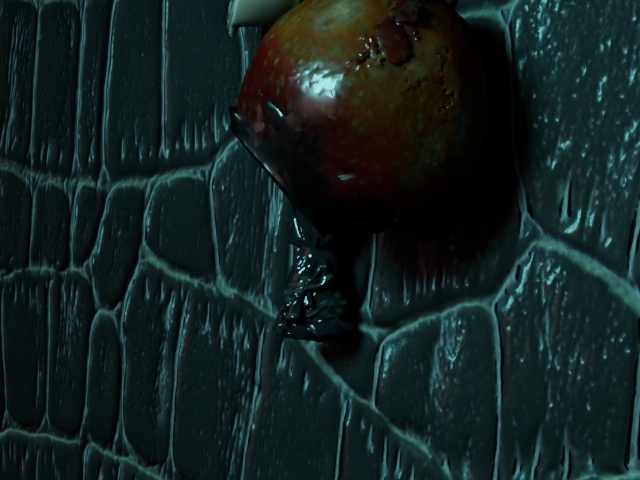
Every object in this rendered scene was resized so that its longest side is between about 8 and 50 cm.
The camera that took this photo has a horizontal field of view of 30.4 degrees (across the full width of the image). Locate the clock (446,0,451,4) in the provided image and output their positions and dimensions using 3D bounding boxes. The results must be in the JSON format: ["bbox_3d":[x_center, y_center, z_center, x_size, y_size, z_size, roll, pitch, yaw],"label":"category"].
[{"bbox_3d":[0.070,-0.369,1.528,0.277,0.071,0.293,43,121,44],"label":"clock"}]

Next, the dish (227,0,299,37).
[{"bbox_3d":[-0.067,-0.371,1.648,0.213,0.090,0.213,-168,90,-82],"label":"dish"}]

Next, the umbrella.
[{"bbox_3d":[0.000,0.001,1.582,0.110,0.122,0.272,3,85,14],"label":"umbrella"}]

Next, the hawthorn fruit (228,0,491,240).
[{"bbox_3d":[0.046,-0.152,1.369,0.316,0.316,0.315,-2,87,51],"label":"hawthorn fruit"}]
